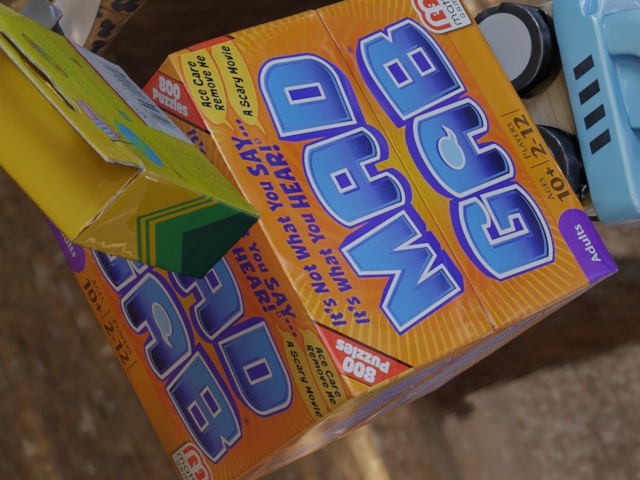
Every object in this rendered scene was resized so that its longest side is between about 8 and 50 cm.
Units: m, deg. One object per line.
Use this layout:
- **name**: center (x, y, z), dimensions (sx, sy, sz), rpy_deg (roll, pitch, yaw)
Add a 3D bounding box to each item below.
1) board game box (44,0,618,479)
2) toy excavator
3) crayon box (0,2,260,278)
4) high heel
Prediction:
- **board game box**: center (0.000, 0.000, 1.779), dimensions (0.356, 0.356, 0.356), rpy_deg (61, -36, 10)
- **toy excavator**: center (0.419, -0.111, 1.882), dimensions (0.222, 0.445, 0.433), rpy_deg (1, 75, -53)
- **crayon box**: center (-0.185, -0.079, 1.349), dimensions (0.202, 0.081, 0.318), rpy_deg (46, 7, 17)
- **high heel**: center (-0.197, -0.268, 1.773), dimensions (0.093, 0.261, 0.186), rpy_deg (47, -9, 8)
